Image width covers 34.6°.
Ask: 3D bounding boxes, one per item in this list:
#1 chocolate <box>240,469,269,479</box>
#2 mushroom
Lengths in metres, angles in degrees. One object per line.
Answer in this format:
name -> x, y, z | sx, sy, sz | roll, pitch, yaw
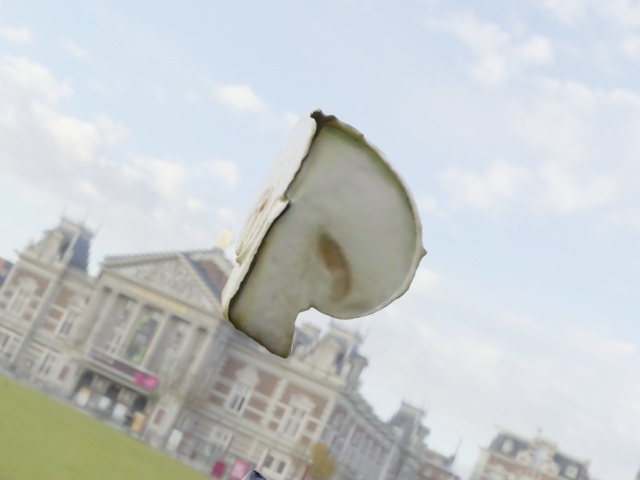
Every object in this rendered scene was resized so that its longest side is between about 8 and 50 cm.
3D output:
chocolate -> -0.037, 0.200, 0.442 | 0.206, 0.224, 0.177 | -28, -67, 28
mushroom -> 0.008, -0.004, 1.049 | 0.162, 0.236, 0.173 | 26, 10, -9
